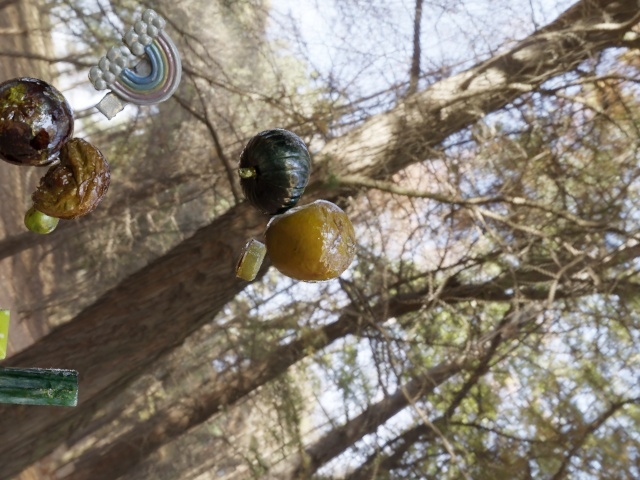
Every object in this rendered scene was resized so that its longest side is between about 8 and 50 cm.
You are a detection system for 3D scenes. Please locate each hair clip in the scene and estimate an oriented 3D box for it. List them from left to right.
[{"bbox_3d":[-0.351,-0.321,1.213,0.140,0.220,0.054,45,15,-19],"label":"hair clip"}]

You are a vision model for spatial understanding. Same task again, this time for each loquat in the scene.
[{"bbox_3d":[-0.032,0.011,1.944,0.283,0.276,0.276,-12,-73,24],"label":"loquat"}]

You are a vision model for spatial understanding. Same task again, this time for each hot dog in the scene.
[{"bbox_3d":[-0.472,-0.111,1.195,0.099,0.161,0.226,34,-13,-27],"label":"hot dog"}]

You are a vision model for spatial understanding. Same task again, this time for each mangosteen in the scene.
[{"bbox_3d":[-0.625,-0.243,1.363,0.192,0.192,0.217,58,-12,11],"label":"mangosteen"}]

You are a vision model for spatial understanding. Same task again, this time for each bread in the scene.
[{"bbox_3d":[-0.255,0.067,2.290,0.086,0.156,0.125,24,-15,-2],"label":"bread"}]

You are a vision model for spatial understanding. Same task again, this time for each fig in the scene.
[{"bbox_3d":[-0.766,-0.085,1.788,0.093,0.166,0.093,50,5,-6],"label":"fig"}]

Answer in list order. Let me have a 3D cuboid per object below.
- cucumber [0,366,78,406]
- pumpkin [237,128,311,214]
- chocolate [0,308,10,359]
[{"bbox_3d":[-0.619,0.292,1.285,0.115,0.243,0.063,-175,-90,-74],"label":"cucumber"},{"bbox_3d":[-0.143,-0.199,1.822,0.249,0.216,0.250,16,-70,50],"label":"pumpkin"},{"bbox_3d":[-0.950,0.258,1.494,0.288,0.300,0.137,11,67,-78],"label":"chocolate"}]
